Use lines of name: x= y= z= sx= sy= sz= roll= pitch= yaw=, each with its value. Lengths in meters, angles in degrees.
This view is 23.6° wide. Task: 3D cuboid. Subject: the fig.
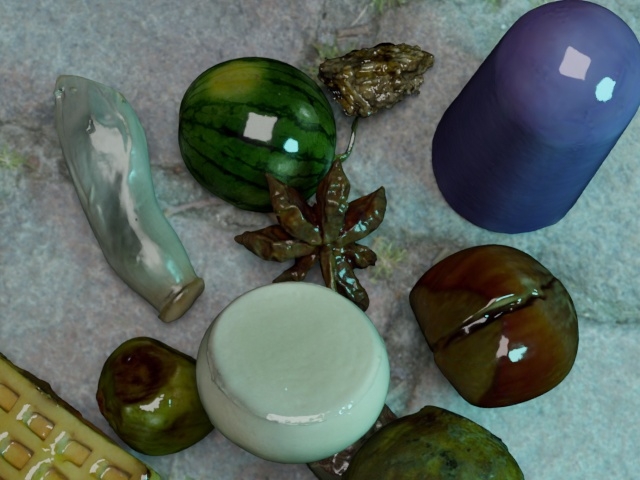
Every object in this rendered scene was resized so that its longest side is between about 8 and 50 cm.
fig: x=-0.196 y=0.195 z=1.893 sx=0.166 sy=0.154 sz=0.144 roll=19 pitch=57 yaw=-32

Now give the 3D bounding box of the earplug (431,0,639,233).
earplug: x=0.266 y=-0.152 z=1.841 sx=0.215 sy=0.456 sz=0.215 roll=1 pitch=79 yaw=-3

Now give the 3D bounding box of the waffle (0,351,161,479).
waffle: x=-0.372 y=0.278 z=1.845 sx=0.328 sy=0.098 sz=0.224 roll=33 pitch=73 yaw=17

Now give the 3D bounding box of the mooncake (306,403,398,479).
mooncake: x=0.030 y=0.237 z=1.925 sx=0.130 sy=0.073 sz=0.125 roll=-37 pitch=82 yaw=-15

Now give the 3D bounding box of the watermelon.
watermelon: x=-0.069 y=-0.145 z=1.978 sx=0.232 sy=0.127 sz=0.204 roll=24 pitch=72 yaw=-5

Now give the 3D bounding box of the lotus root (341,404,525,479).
lotus root: x=0.120 y=0.374 z=1.816 sx=0.250 sy=0.250 sz=0.346 roll=19 pitch=80 yaw=0

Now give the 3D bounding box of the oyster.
oyster: x=0.080 y=-0.221 z=2.029 sx=0.177 sy=0.056 sz=0.105 roll=-11 pitch=53 yaw=-27

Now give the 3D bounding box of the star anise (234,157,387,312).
star anise: x=0.003 y=-0.005 z=1.945 sx=0.212 sy=0.111 sz=0.196 roll=33 pitch=89 yaw=-8

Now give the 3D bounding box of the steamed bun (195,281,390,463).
steamed bun: x=-0.035 y=0.170 z=1.843 sx=0.232 sy=0.145 sz=0.232 roll=3 pitch=52 yaw=-3

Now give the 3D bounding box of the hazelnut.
hazelnut: x=0.225 y=0.101 z=1.921 sx=0.181 sy=0.181 sz=0.212 roll=-32 pitch=71 yaw=8

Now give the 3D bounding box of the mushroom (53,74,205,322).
mushroom: x=-0.252 y=-0.058 z=1.960 sx=0.109 sy=0.097 sz=0.351 roll=-22 pitch=84 yaw=-7
